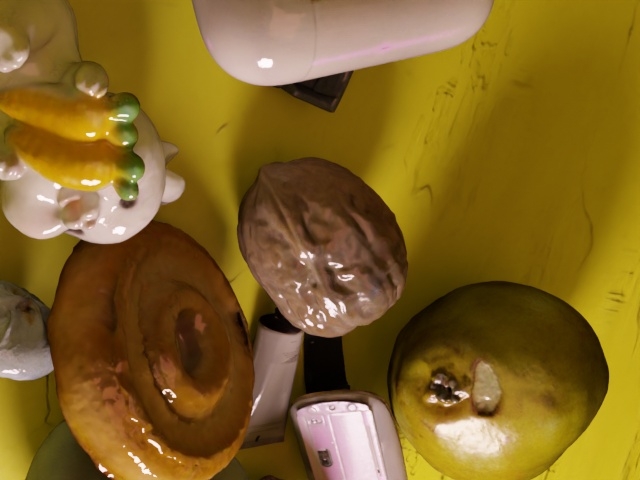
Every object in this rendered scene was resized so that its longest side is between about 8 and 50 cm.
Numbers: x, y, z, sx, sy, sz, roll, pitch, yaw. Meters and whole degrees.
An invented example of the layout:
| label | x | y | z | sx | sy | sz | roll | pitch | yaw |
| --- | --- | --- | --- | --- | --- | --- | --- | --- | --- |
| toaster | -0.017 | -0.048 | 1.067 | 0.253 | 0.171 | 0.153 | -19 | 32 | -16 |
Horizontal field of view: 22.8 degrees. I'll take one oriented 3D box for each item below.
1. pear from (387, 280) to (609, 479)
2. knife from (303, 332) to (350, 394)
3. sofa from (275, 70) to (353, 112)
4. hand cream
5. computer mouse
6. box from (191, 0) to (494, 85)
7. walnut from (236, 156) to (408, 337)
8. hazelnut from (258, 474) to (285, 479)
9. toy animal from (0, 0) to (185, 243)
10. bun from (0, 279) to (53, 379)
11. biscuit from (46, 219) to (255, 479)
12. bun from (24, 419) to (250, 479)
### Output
| label | x | y | z | sx | sy | sz | roll | pitch | yaw |
| --- | --- | --- | --- | --- | --- | --- | --- | --- | --- |
| pear | 0.218 | 0.175 | 1.954 | 0.321 | 0.269 | 0.269 | -3 | 110 | -52 |
| knife | 0.008 | 0.161 | 1.949 | 0.060 | 0.028 | 0.230 | -14 | 114 | -15 |
| sofa | 0.007 | -0.225 | 1.776 | 0.085 | 0.060 | 0.147 | 23 | 94 | -37 |
| hand cream | -0.061 | 0.165 | 1.889 | 0.087 | 0.054 | 0.186 | -5 | 117 | -39 |
| computer mouse | 0.037 | 0.269 | 1.949 | 0.126 | 0.056 | 0.245 | -7 | 127 | 11 |
| box | 0.016 | -0.321 | 1.661 | 0.349 | 0.141 | 0.289 | -15 | 93 | -29 |
| walnut | 0.000 | 0.001 | 1.795 | 0.178 | 0.178 | 0.230 | -43 | 115 | -12 |
| hazelnut | -0.063 | 0.377 | 1.898 | 0.182 | 0.182 | 0.182 | -12 | 114 | -29 |
| toy animal | -0.257 | -0.111 | 1.549 | 0.183 | 0.247 | 0.310 | -39 | 110 | 5 |
| bun | -0.326 | 0.084 | 1.625 | 0.141 | 0.141 | 0.083 | 17 | 104 | -36 |
| biscuit | -0.166 | 0.120 | 1.681 | 0.296 | 0.102 | 0.296 | 31 | 53 | -51 |
| bun | -0.216 | 0.333 | 1.754 | 0.293 | 0.293 | 0.187 | 11 | 138 | -36 |
